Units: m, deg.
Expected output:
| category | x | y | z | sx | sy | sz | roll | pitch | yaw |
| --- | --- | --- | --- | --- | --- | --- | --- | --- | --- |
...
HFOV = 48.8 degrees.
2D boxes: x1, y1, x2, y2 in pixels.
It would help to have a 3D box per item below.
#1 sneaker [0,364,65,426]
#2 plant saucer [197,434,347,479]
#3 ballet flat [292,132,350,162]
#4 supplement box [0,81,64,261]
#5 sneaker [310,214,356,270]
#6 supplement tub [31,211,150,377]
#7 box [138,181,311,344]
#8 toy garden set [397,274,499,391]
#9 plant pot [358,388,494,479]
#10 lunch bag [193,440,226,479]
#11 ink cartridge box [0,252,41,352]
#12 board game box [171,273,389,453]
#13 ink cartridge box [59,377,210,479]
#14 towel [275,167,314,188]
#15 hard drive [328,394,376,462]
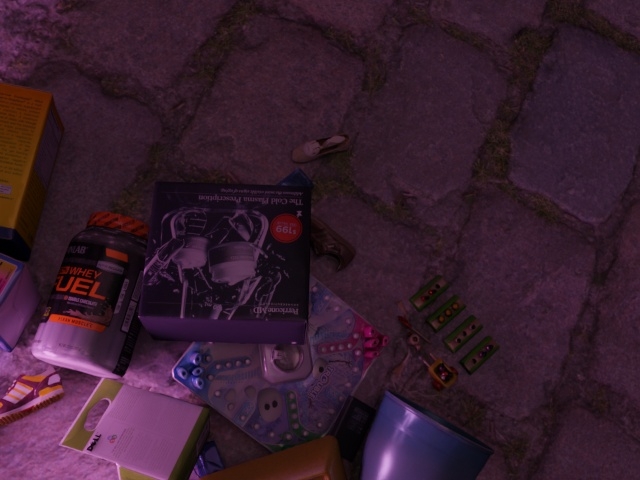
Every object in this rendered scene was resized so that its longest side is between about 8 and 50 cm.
| category | x | y | z | sx | sy | sz | roll | pitch | yaw |
| --- | --- | --- | --- | --- | --- | --- | --- | --- | --- |
| sneaker | -0.661 | 0.341 | 1.546 | 0.186 | 0.069 | 0.083 | -21 | 70 | -23 |
| plant saucer | -0.071 | 0.636 | 1.532 | 0.333 | 0.081 | 0.332 | -14 | 89 | -15 |
| ballet flat | 0.002 | -0.251 | 1.859 | 0.168 | 0.052 | 0.057 | -20 | 79 | -16 |
| supplement box | -0.734 | -0.158 | 1.605 | 0.195 | 0.194 | 0.356 | 11 | 72 | -9 |
| sneaker | 0.000 | 0.000 | 1.778 | 0.188 | 0.066 | 0.071 | 36 | 71 | 1 |
| supplement tub | -0.485 | 0.120 | 1.568 | 0.207 | 0.207 | 0.337 | 16 | 71 | -7 |
| box | -0.192 | 0.051 | 1.534 | 0.344 | 0.179 | 0.312 | 1 | 67 | -2 |
| toy garden set | 0.311 | 0.237 | 1.781 | 0.204 | 0.049 | 0.244 | -37 | 84 | -19 |
| plant pot | 0.205 | 0.512 | 1.580 | 0.272 | 0.271 | 0.255 | 30 | 85 | -2 |
| lunch bag | -0.255 | 0.496 | 1.578 | 0.065 | 0.067 | 0.098 | -21 | 76 | -18 |
| ink cartridge box | -0.817 | 0.070 | 1.480 | 0.396 | 0.270 | 0.151 | 26 | 65 | -3 |
| board game box | -0.076 | 0.269 | 1.647 | 0.390 | 0.050 | 0.390 | 40 | 69 | -11 |
| ink cartridge box | -0.388 | 0.420 | 1.507 | 0.255 | 0.097 | 0.188 | 15 | 44 | 8 |
| towel | -0.078 | -0.130 | 1.819 | 0.119 | 0.029 | 0.067 | -38 | 85 | -19 |
| hard drive | 0.070 | 0.441 | 1.655 | 0.094 | 0.022 | 0.135 | 38 | 72 | -35 |
